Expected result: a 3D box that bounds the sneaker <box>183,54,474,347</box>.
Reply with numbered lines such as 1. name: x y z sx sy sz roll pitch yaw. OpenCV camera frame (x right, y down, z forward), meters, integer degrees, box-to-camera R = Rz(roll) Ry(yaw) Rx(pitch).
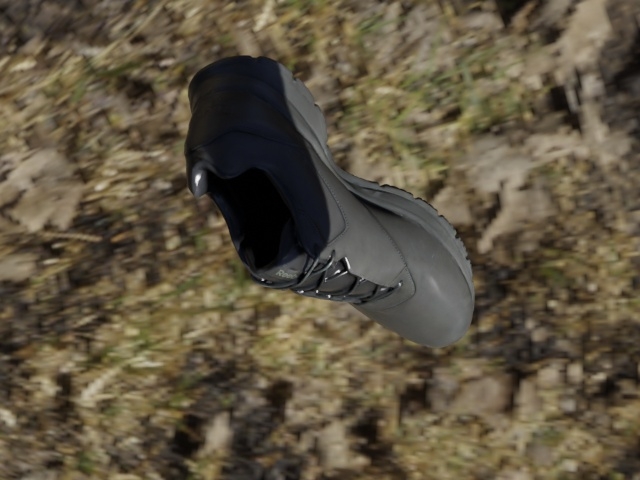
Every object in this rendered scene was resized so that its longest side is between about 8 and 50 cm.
1. sneaker: 0.000 0.000 1.364 0.286 0.109 0.130 40 38 -23
